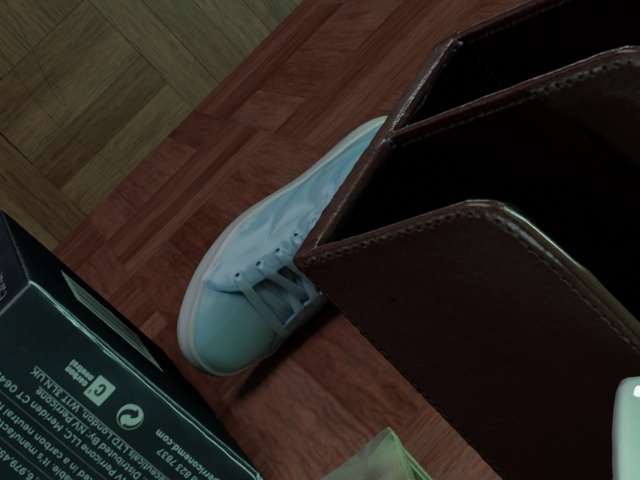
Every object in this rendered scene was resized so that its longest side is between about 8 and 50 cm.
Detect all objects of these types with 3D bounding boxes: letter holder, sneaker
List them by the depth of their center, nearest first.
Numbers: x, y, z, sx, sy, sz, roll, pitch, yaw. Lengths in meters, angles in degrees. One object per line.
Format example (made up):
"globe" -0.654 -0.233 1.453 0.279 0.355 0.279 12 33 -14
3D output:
"letter holder" 0.181 0.039 0.466 0.214 0.302 0.152 -16 33 52
"sneaker" 0.000 0.000 1.151 0.366 0.135 0.150 -48 17 -9

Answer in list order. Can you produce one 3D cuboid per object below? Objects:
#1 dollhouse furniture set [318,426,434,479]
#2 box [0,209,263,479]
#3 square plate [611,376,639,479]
"dollhouse furniture set" 0.017 0.234 0.637 0.183 0.129 0.129 -38 20 6
"box" -0.370 0.256 1.129 0.472 0.297 0.480 -48 20 -7
"square plate" 0.222 0.151 0.203 0.344 0.049 0.347 9 25 12
